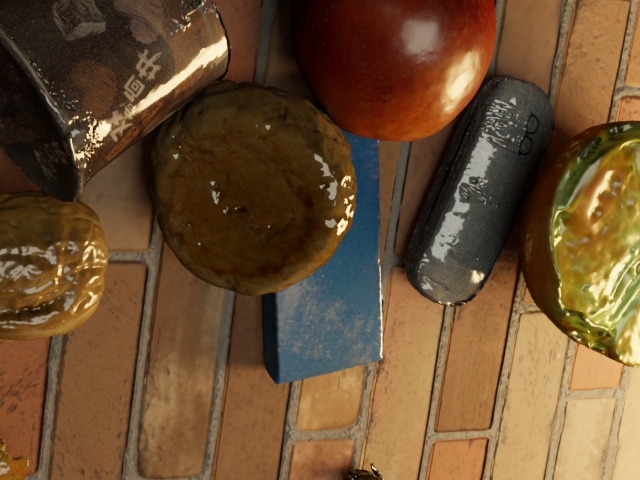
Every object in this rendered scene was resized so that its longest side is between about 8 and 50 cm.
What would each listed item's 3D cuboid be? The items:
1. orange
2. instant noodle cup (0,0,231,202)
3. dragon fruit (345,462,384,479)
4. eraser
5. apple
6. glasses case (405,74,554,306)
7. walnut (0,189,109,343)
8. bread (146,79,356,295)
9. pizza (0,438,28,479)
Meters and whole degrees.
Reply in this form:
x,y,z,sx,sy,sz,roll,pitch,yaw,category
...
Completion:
x,y,z,sx,sy,sz,roll,pitch,yaw,category
0.355,0.002,1.895,0.334,0.196,0.263,29,79,-48,orange
-0.216,-0.177,1.520,0.207,0.217,0.217,-36,120,-24,instant noodle cup
0.115,0.358,1.941,0.125,0.125,0.246,-41,105,3,dragon fruit
0.000,0.000,1.791,0.144,0.042,0.312,-11,111,-26,eraser
0.076,-0.220,1.664,0.218,0.218,0.201,-20,140,-23,apple
0.186,-0.058,1.864,0.109,0.067,0.282,21,93,-31,glasses case
-0.302,0.028,1.566,0.184,0.155,0.155,-11,111,-25,walnut
-0.066,-0.060,1.652,0.230,0.123,0.230,5,112,13,bread
-0.365,0.299,1.665,0.154,0.069,0.194,-27,124,-20,pizza
